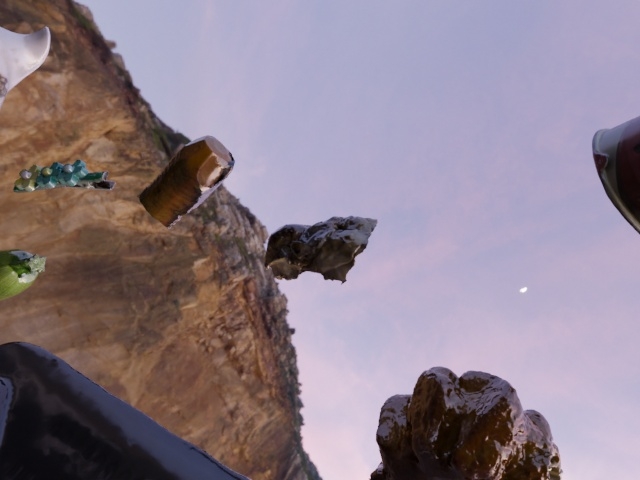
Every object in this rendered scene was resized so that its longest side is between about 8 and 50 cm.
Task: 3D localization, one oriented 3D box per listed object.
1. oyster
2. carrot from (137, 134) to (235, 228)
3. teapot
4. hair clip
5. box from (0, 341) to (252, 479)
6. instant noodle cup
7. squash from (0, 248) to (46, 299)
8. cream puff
[{"bbox_3d":[-0.012,0.009,0.798,0.233,0.161,0.107,-19,-70,30],"label":"oyster"},{"bbox_3d":[-0.210,-0.088,0.658,0.173,0.082,0.082,-39,-105,19],"label":"carrot"},{"bbox_3d":[-0.519,-0.211,0.616,0.298,0.139,0.204,-44,-124,18],"label":"teapot"},{"bbox_3d":[-0.394,-0.095,0.641,0.173,0.049,0.049,-1,-72,11],"label":"hair clip"},{"bbox_3d":[-0.173,0.224,0.216,0.290,0.288,0.073,27,-37,13],"label":"box"},{"bbox_3d":[0.559,-0.116,0.627,0.234,0.235,0.178,61,-37,8],"label":"instant noodle cup"},{"bbox_3d":[-0.714,0.083,0.901,0.396,0.107,0.107,-11,-82,25],"label":"squash"},{"bbox_3d":[0.186,0.285,0.525,0.268,0.155,0.241,56,-42,7],"label":"cream puff"}]
